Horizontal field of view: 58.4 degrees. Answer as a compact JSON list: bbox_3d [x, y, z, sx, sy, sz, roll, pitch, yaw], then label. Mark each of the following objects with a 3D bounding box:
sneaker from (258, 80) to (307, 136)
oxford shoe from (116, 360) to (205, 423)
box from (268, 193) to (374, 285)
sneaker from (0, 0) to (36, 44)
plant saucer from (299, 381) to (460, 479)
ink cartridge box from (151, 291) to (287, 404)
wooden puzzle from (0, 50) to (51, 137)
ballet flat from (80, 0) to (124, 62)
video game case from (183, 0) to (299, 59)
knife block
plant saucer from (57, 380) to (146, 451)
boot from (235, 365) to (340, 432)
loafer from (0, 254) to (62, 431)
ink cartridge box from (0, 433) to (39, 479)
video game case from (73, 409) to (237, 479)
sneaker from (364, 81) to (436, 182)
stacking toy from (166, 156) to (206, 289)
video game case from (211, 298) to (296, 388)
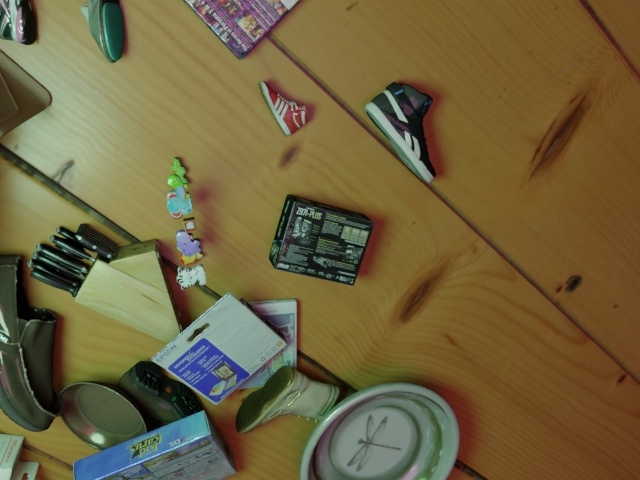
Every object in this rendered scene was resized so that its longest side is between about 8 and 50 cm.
[{"bbox_3d":[-0.068,-0.269,1.120,0.067,0.042,0.118,-30,119,0],"label":"sneaker"},{"bbox_3d":[-0.336,0.350,1.227,0.096,0.082,0.227,-37,112,18],"label":"oxford shoe"},{"bbox_3d":[0.000,0.000,1.199,0.180,0.077,0.147,13,103,-18],"label":"box"},{"bbox_3d":[-0.524,-0.420,0.945,0.077,0.072,0.178,4,100,-5],"label":"sneaker"},{"bbox_3d":[0.134,0.494,1.363,0.401,0.100,0.400,-6,110,-16],"label":"plant saucer"},{"bbox_3d":[-0.205,0.217,1.178,0.206,0.045,0.208,-40,128,0],"label":"ink cartridge box"},{"bbox_3d":[-0.563,-0.259,0.898,0.044,0.238,0.221,-41,112,18],"label":"wooden puzzle"},{"bbox_3d":[-0.383,-0.419,0.991,0.068,0.072,0.213,6,106,12],"label":"ballet flat"},{"bbox_3d":[-0.154,-0.486,1.033,0.210,0.042,0.232,-46,111,2],"label":"video game case"},{"bbox_3d":[-0.420,0.096,1.115,0.242,0.088,0.275,-15,110,-9],"label":"knife block"},{"bbox_3d":[-0.443,0.358,1.181,0.199,0.036,0.198,6,119,11],"label":"plant saucer"},{"bbox_3d":[-0.075,0.378,1.292,0.165,0.077,0.213,28,116,-35],"label":"boot"},{"bbox_3d":[-0.559,0.189,1.076,0.130,0.134,0.365,-20,106,-13],"label":"loafer"},{"bbox_3d":[-0.669,0.441,1.139,0.198,0.115,0.067,14,102,-19],"label":"ink cartridge box"},{"bbox_3d":[-0.335,0.478,1.207,0.270,0.061,0.244,-20,142,-9],"label":"video game case"},{"bbox_3d":[0.202,-0.230,1.181,0.121,0.079,0.217,-42,110,2],"label":"sneaker"},{"bbox_3d":[-0.260,-0.033,1.074,0.052,0.167,0.221,-11,109,-11],"label":"stacking toy"},{"bbox_3d":[-0.143,0.230,1.261,0.184,0.023,0.201,-3,107,-13],"label":"video game case"}]
